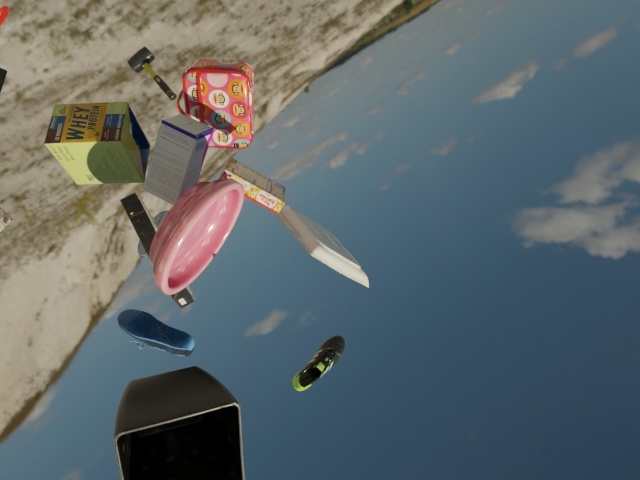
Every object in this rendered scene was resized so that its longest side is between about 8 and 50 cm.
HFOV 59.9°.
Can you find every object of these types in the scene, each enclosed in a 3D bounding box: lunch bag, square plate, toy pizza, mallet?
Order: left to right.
[{"bbox_3d":[-0.612,-0.022,2.075,0.201,0.032,0.201,-29,-138,30],"label":"toy pizza"},{"bbox_3d":[-0.381,-0.392,1.299,0.062,0.189,0.039,-48,152,-4],"label":"mallet"},{"bbox_3d":[-0.349,-0.451,1.841,0.258,0.293,0.120,3,-139,-1],"label":"lunch bag"},{"bbox_3d":[0.000,0.000,1.953,0.049,0.344,0.347,-50,-134,9],"label":"square plate"}]

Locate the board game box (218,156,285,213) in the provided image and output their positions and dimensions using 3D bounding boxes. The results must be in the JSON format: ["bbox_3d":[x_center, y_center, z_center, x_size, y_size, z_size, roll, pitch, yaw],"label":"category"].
[{"bbox_3d":[-0.195,-0.163,1.613,0.045,0.193,0.147,-57,-166,18],"label":"board game box"}]

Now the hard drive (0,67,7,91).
[{"bbox_3d":[-0.922,-0.432,1.514,0.022,0.094,0.135,-38,-134,43],"label":"hard drive"}]

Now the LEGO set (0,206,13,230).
[{"bbox_3d":[-0.818,-0.047,1.220,0.060,0.182,0.244,-30,-156,16],"label":"LEGO set"}]

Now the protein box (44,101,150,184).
[{"bbox_3d":[-0.610,-0.267,1.543,0.201,0.200,0.136,-2,-117,2],"label":"protein box"}]

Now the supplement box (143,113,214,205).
[{"bbox_3d":[-0.395,-0.225,1.546,0.111,0.113,0.220,-56,170,-65],"label":"supplement box"}]

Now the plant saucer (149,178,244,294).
[{"bbox_3d":[-0.318,-0.022,1.395,0.332,0.084,0.332,-56,173,-10],"label":"plant saucer"}]

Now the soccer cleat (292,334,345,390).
[{"bbox_3d":[0.004,0.306,1.383,0.179,0.060,0.072,-43,-179,-22],"label":"soccer cleat"}]

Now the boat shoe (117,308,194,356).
[{"bbox_3d":[-0.520,0.305,1.731,0.109,0.258,0.089,-54,165,-38],"label":"boat shoe"}]

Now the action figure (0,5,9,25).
[{"bbox_3d":[-0.767,-0.572,1.161,0.139,0.280,0.091,-62,166,5],"label":"action figure"}]

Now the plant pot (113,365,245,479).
[{"bbox_3d":[-0.241,0.318,0.928,0.188,0.188,0.167,-9,-154,-21],"label":"plant pot"}]

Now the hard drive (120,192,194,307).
[{"bbox_3d":[-0.514,0.036,1.771,0.064,0.339,0.237,-29,163,-12],"label":"hard drive"}]
